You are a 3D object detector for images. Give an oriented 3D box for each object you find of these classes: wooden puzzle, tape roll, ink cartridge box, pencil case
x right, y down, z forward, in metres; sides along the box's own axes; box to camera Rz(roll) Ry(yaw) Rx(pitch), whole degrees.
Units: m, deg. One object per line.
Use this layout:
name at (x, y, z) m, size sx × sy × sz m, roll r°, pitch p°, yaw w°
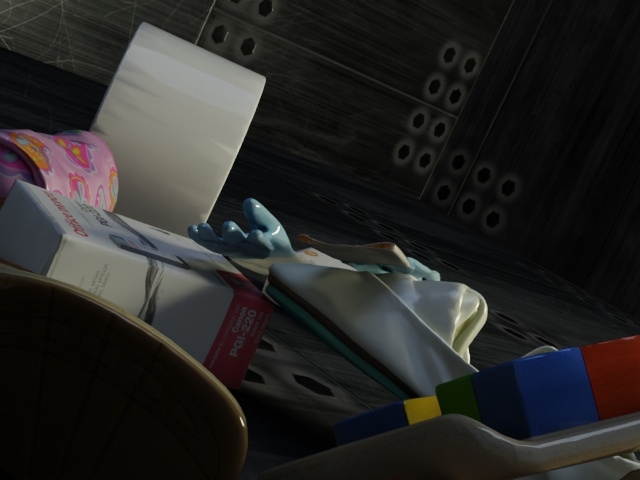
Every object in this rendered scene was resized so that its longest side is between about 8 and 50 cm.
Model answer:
wooden puzzle at (0.165, 0.111, 0.874) m, size 0.347 × 0.081 × 0.322 m, roll -4°, pitch -14°, yaw -25°
tape roll at (-0.192, -0.125, 1.650) m, size 0.169 × 0.246 × 0.246 m, roll 25°, pitch 8°, yaw -8°
ink cartridge box at (-0.173, 0.038, 1.188) m, size 0.217 × 0.092 × 0.158 m, roll 18°, pitch 10°, yaw -32°
pencil case at (-0.291, -0.052, 1.354) m, size 0.124 × 0.124 × 0.284 m, roll 25°, pitch 7°, yaw 3°

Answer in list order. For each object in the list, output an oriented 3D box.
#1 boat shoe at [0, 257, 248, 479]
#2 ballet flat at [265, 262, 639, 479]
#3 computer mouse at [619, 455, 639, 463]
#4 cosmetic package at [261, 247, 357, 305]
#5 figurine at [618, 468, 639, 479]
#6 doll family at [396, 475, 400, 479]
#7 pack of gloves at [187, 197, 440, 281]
boat shoe at (-0.198, 0.066, 0.852) m, size 0.342 × 0.123 × 0.123 m, roll 20°, pitch 9°, yaw 6°
ballet flat at (0.134, 0.121, 1.157) m, size 0.400 × 0.139 × 0.139 m, roll 41°, pitch 12°, yaw 15°
computer mouse at (0.222, 0.203, 1.226) m, size 0.193 × 0.106 × 0.042 m, roll 23°, pitch 28°, yaw 11°
cosmetic package at (0.055, 0.087, 1.615) m, size 0.239 × 0.060 × 0.099 m, roll 28°, pitch 19°, yaw 25°
figurine at (0.289, 0.207, 0.879) m, size 0.214 × 0.092 × 0.209 m, roll 24°, pitch -8°, yaw 2°
doll family at (0.105, 0.225, 0.674) m, size 0.263 × 0.118 × 0.163 m, roll 25°, pitch 40°, yaw 28°
pack of gloves at (0.000, 0.000, 1.206) m, size 0.195 × 0.046 × 0.232 m, roll 3°, pitch -9°, yaw 17°
